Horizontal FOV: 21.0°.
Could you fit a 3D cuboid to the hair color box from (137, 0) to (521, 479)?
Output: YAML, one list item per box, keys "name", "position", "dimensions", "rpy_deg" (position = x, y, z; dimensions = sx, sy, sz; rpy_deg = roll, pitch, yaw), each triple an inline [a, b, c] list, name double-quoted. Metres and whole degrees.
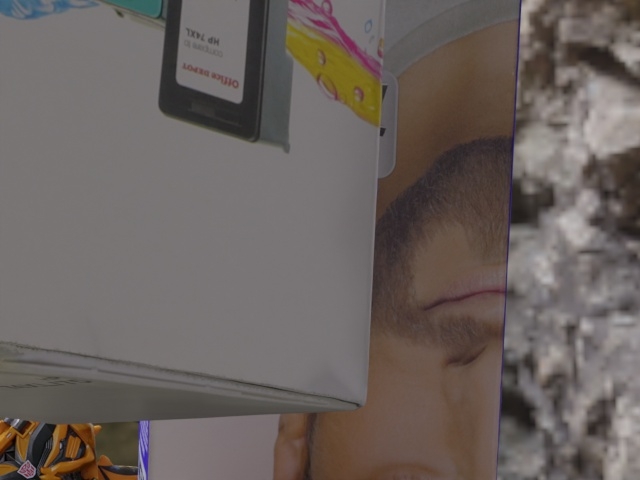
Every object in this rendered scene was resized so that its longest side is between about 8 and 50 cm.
- name: "hair color box"
  position: [0.000, 0.000, 0.902]
  dimensions: [0.110, 0.185, 0.339]
  rpy_deg: [-132, 43, -77]

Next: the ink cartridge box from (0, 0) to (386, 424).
- name: "ink cartridge box"
  position: [-0.110, -0.076, 0.627]
  dimensions: [0.197, 0.198, 0.270]
  rpy_deg: [14, -105, -42]

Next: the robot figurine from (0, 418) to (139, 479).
- name: "robot figurine"
  position: [-0.141, 0.213, 1.192]
  dimensions: [0.211, 0.291, 0.085]
  rpy_deg: [-51, 6, -17]
